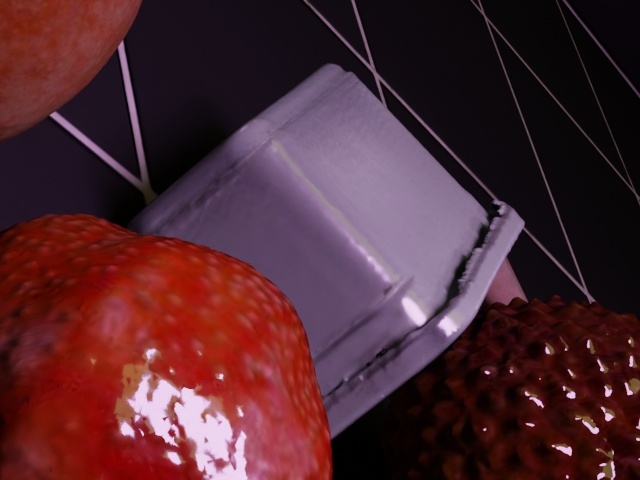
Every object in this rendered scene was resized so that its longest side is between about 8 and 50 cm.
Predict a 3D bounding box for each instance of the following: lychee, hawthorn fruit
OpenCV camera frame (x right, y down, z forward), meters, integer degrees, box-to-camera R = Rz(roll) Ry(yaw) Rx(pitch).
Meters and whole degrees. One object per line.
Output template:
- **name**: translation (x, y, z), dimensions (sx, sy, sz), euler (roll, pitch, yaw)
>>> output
- **lychee**: translation (0.171, 0.174, 1.279), dimensions (0.304, 0.276, 0.276), euler (47, 18, -1)
- **hawthorn fruit**: translation (-0.100, 0.104, 0.776), dimensions (0.205, 0.205, 0.253), euler (56, 25, -13)

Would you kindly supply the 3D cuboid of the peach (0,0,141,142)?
- **peach**: translation (-0.183, -0.167, 0.898), dimensions (0.252, 0.252, 0.252), euler (51, 20, -26)

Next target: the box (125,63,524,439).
- **box**: translation (0.000, 0.000, 1.259), dimensions (0.182, 0.175, 0.312), euler (50, 19, -3)

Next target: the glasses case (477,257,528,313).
- **glasses case**: translation (0.152, 0.091, 1.647), dimensions (0.193, 0.070, 0.102), euler (64, 2, -66)
